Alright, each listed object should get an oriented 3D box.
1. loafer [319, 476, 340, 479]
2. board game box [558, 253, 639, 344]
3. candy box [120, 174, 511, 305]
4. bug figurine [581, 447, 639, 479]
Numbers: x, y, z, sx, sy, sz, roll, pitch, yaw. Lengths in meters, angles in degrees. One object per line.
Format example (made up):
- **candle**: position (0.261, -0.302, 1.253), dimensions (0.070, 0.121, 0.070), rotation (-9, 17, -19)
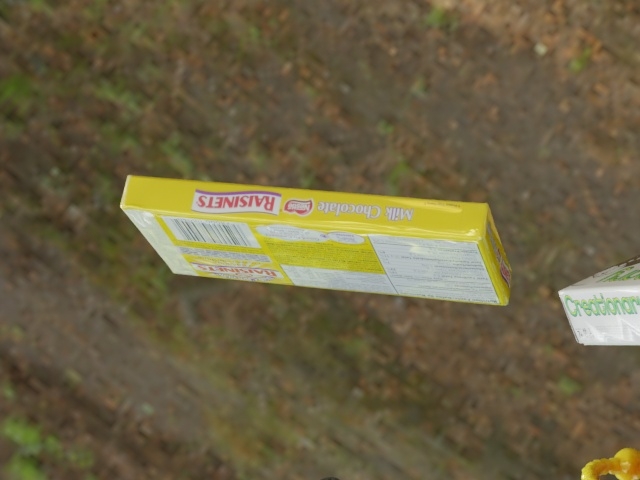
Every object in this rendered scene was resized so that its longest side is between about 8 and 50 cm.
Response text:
- **loafer**: position (0.007, 0.262, 1.422), dimensions (0.061, 0.170, 0.062), rotation (27, 148, -36)
- **board game box**: position (0.325, 0.019, 1.393), dimensions (0.053, 0.193, 0.305), rotation (68, 163, -4)
- **candy box**: position (0.000, 0.000, 1.069), dimensions (0.206, 0.027, 0.105), rotation (5, 162, 15)
- **bug figurine**: position (0.159, -0.003, 0.591), dimensions (0.072, 0.279, 0.216), rotation (24, 108, 15)
